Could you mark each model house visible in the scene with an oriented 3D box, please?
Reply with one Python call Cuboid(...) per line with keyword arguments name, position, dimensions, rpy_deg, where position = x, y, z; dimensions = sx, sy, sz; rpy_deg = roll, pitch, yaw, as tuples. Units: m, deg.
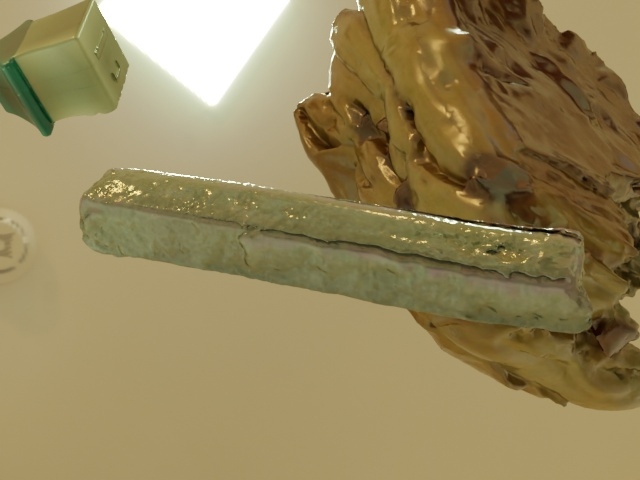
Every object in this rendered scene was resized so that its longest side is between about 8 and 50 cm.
Cuboid(name="model house", position=(-0.315, -0.197, 1.084), dimensions=(0.148, 0.127, 0.100), rpy_deg=(-15, -55, 9))

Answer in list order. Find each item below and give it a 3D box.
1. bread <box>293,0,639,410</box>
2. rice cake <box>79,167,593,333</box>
Cuboid(name="bread", position=(0.137, -0.031, 0.692), dimensions=(0.314, 0.191, 0.370), rpy_deg=(24, -144, -35))
Cuboid(name="rice cake", position=(0.000, 0.001, 0.358), dimensions=(0.033, 0.207, 0.033), rpy_deg=(-61, -27, -46))
